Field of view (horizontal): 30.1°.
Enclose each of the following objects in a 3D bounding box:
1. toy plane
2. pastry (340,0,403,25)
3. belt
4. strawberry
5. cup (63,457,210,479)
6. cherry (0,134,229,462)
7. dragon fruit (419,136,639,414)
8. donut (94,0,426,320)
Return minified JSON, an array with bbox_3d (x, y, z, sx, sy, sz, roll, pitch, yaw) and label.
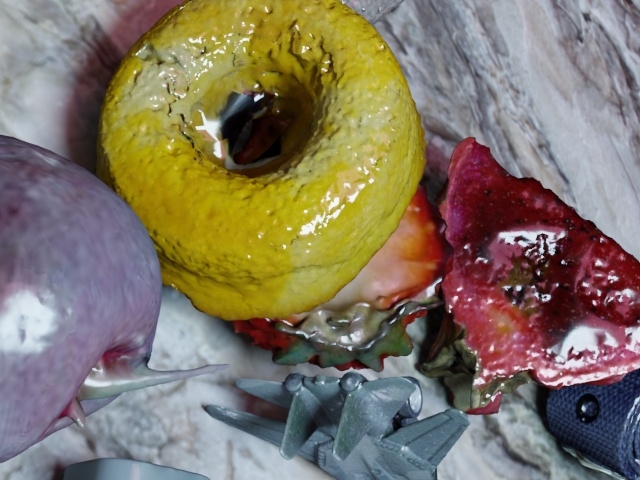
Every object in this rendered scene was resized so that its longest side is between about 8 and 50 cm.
[{"bbox_3d":[0.056,0.168,0.934,0.267,0.212,0.088,45,49,-49],"label":"toy plane"},{"bbox_3d":[0.032,-0.239,1.036,0.112,0.102,0.265,50,55,-24],"label":"pastry"},{"bbox_3d":[0.321,0.158,1.140,0.230,0.126,0.140,3,104,-37],"label":"belt"},{"bbox_3d":[0.000,0.000,0.946,0.190,0.111,0.237,-1,58,-9],"label":"strawberry"},{"bbox_3d":[-0.117,0.222,0.798,0.128,0.095,0.130,20,65,-33],"label":"cup"},{"bbox_3d":[-0.200,0.032,0.716,0.266,0.184,0.213,34,11,11],"label":"cherry"},{"bbox_3d":[0.171,0.062,1.057,0.262,0.134,0.211,41,69,8],"label":"dragon fruit"},{"bbox_3d":[-0.045,-0.070,0.858,0.253,0.118,0.254,-2,70,5],"label":"donut"}]
